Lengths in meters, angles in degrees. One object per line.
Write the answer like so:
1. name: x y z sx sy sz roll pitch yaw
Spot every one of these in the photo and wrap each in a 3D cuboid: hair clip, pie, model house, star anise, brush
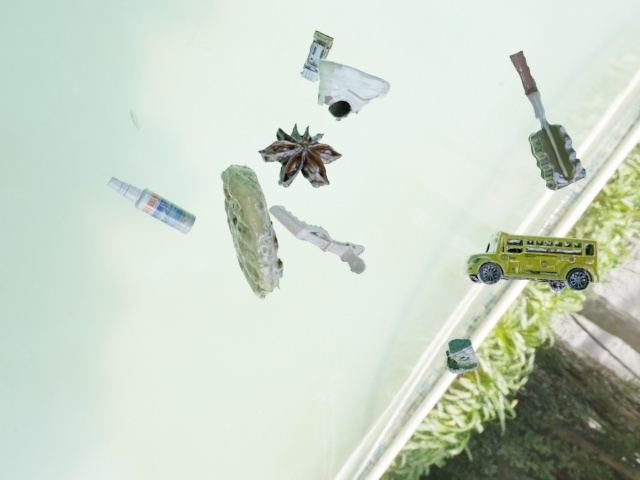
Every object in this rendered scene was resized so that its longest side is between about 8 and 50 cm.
1. hair clip: 0.000 0.000 0.906 0.226 0.072 0.034 27 122 -28
2. pie: -0.169 -0.022 1.167 0.083 0.339 0.339 -17 143 -17
3. model house: 0.357 0.294 1.233 0.078 0.066 0.083 -14 133 18
4. star anise: -0.058 -0.237 1.422 0.214 0.220 0.099 -53 -171 -18
5. brush: 0.465 -0.254 1.012 0.084 0.301 0.071 -23 -177 17

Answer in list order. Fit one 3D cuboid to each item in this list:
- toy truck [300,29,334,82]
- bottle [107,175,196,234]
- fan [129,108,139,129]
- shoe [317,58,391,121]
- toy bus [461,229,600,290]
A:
1. toy truck: -0.020 -0.677 1.808 0.178 0.080 0.115 118 -9 -49
2. bottle: -0.411 -0.089 1.174 0.217 0.060 0.060 32 98 -25
3. fan: -0.548 -0.352 1.420 0.003 0.080 0.060 -18 134 -2
4. shoe: 0.090 -0.426 1.426 0.316 0.124 0.159 1 112 -51
5. toy bus: 0.556 0.055 1.298 0.145 0.331 0.151 39 55 -84
